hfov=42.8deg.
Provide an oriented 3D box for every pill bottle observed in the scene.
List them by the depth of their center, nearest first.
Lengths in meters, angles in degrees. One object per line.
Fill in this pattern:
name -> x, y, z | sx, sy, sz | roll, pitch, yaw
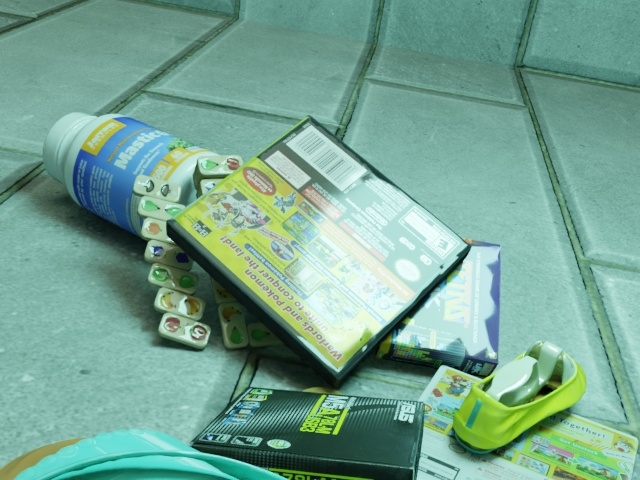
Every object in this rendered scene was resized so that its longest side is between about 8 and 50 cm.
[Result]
pill bottle -> -0.267, -0.093, 1.171 | 0.272, 0.152, 0.152 | 24, 30, 27

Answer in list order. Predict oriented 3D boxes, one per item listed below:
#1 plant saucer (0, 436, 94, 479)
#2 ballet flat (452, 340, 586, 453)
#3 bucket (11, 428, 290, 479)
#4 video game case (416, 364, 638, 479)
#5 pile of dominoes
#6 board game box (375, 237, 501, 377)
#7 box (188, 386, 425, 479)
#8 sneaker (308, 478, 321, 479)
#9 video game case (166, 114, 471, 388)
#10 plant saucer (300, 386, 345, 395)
plant saucer -> -0.175, 0.222, 0.657 | 0.200, 0.037, 0.200 | 16, 21, -6
ballet flat -> 0.224, 0.149, 0.866 | 0.077, 0.077, 0.231 | 28, 31, 36
bucket -> -0.085, 0.246, 0.429 | 0.183, 0.281, 0.281 | 22, 29, 32
video game case -> 0.194, 0.221, 0.830 | 0.227, 0.026, 0.206 | 18, 28, 20
pile of dominoes -> -0.115, 0.011, 0.992 | 0.196, 0.040, 0.251 | -4, 62, -22
board game box -> 0.147, 0.072, 1.001 | 0.141, 0.048, 0.170 | 9, 56, 0
box -> -0.002, 0.180, 0.734 | 0.184, 0.045, 0.191 | 1, 5, 11
sneaker -> 0.085, 0.264, 0.590 | 0.286, 0.130, 0.109 | 15, 25, 9
video game case -> 0.000, 0.000, 0.976 | 0.275, 0.035, 0.248 | 41, 60, 15
plant saucer -> 0.003, 0.179, 0.863 | 0.083, 0.015, 0.083 | 8, 26, -4
